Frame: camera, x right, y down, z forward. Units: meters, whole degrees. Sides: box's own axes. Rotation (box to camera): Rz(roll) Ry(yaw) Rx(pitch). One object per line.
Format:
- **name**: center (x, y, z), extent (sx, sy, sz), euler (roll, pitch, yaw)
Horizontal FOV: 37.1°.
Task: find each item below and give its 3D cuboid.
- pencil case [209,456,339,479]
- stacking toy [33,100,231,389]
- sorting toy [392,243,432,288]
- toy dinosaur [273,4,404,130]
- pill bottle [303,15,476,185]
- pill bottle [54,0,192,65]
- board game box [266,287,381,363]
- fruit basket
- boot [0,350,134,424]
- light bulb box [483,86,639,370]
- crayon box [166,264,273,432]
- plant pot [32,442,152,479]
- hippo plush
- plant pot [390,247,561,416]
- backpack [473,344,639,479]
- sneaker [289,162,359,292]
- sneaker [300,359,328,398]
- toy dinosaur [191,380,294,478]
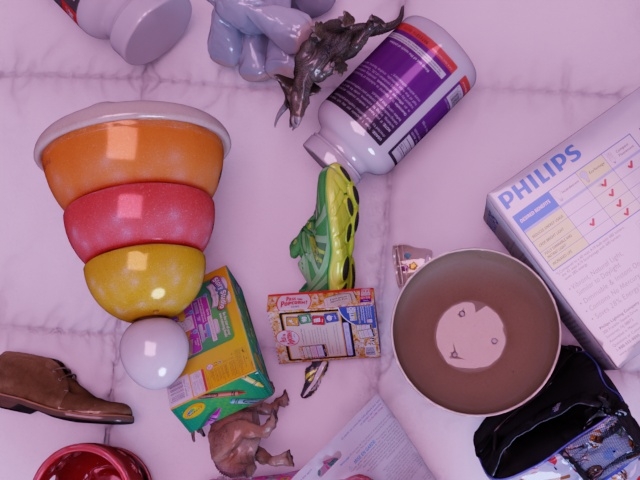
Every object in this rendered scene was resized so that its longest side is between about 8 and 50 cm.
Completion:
- **pencil case**: center (-0.081, 0.469, 1.720), extent (0.284, 0.124, 0.124), euler (-11, 80, 6)
- **stacking toy**: center (-0.311, 0.025, 1.676), extent (0.351, 0.350, 0.479), euler (-9, 75, 5)
- **sorting toy**: center (0.177, 0.047, 1.795), extent (0.075, 0.045, 0.083), euler (-7, 80, -2)
- **toy dinosaur**: center (0.020, -0.347, 1.713), extent (0.121, 0.160, 0.313), euler (45, 68, -14)
- **pill bottle**: center (0.122, -0.249, 1.773), extent (0.323, 0.181, 0.181), euler (-45, 79, -2)
- **pill bottle**: center (-0.433, -0.527, 1.863), extent (0.210, 0.210, 0.363), euler (-44, 79, -1)
- **board game box**: center (0.008, 0.158, 1.746), extent (0.194, 0.146, 0.045), euler (-4, 41, 5)
- **fruit basket**: center (0.092, 0.495, 1.617), extent (0.327, 0.165, 0.353), euler (-39, 93, -39)
- **boot**: center (-0.491, 0.282, 1.806), extent (0.305, 0.112, 0.115), euler (10, 72, 10)
- **light bulb box**: center (0.532, -0.018, 1.670), extent (0.358, 0.225, 0.361), euler (-35, 79, 1)
- **crayon box**: center (-0.201, 0.189, 1.721), extent (0.165, 0.081, 0.278), euler (-25, 43, 3)
- **plant pot**: center (-0.406, 0.459, 1.728), extent (0.191, 0.174, 0.191), euler (-1, 82, 6)
- **hippo plush**: center (-0.105, -0.464, 1.846), extent (0.294, 0.234, 0.236), euler (38, 56, -8)
- **plant pot**: center (0.268, 0.165, 1.689), extent (0.284, 0.191, 0.284), euler (-1, 82, 6)
- **backpack**: center (0.404, 0.343, 1.626), extent (0.263, 0.276, 0.213), euler (-31, 101, 9)
- **sneaker**: center (0.000, 0.000, 1.733), extent (0.124, 0.109, 0.295), euler (14, 120, 19)
- **sneaker**: center (-0.017, 0.257, 1.792), extent (0.035, 0.031, 0.083), euler (29, 81, 23)
- **toy dinosaur**: center (-0.162, 0.338, 1.708), extent (0.200, 0.127, 0.295), euler (-16, 41, 6)
